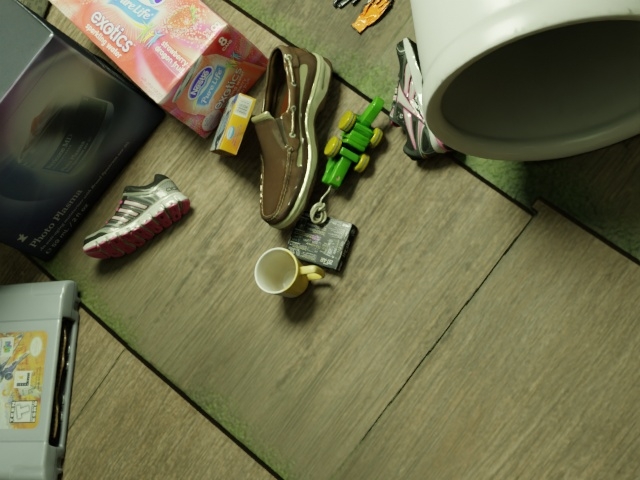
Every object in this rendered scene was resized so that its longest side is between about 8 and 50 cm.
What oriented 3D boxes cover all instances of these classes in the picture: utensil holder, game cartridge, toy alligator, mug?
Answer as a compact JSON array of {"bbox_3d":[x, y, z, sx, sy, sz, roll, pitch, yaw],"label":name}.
[{"bbox_3d":[0.255,-0.336,1.435,0.328,0.327,0.385,-17,65,19],"label":"utensil holder"},{"bbox_3d":[-0.453,0.207,1.739,0.198,0.062,0.297,-4,73,19],"label":"game cartridge"},{"bbox_3d":[0.029,-0.110,1.621,0.189,0.056,0.051,-62,18,0],"label":"toy alligator"},{"bbox_3d":[-0.040,0.051,1.590,0.078,0.064,0.062,27,86,28],"label":"mug"}]

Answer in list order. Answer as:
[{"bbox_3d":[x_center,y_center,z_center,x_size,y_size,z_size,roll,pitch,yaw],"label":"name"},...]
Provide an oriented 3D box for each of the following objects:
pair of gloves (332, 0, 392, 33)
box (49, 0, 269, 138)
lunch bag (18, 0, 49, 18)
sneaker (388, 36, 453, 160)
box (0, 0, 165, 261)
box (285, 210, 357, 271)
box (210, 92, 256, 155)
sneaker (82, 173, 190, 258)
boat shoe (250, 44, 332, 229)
[{"bbox_3d":[0.060,-0.340,1.698,0.074,0.010,0.083,-41,61,8],"label":"pair of gloves"},{"bbox_3d":[-0.238,-0.308,1.749,0.154,0.142,0.300,-48,61,3],"label":"box"},{"bbox_3d":[-0.572,-0.413,1.871,0.213,0.256,0.305,14,81,28],"label":"lunch bag"},{"bbox_3d":[0.120,-0.186,1.591,0.077,0.072,0.178,-26,59,27],"label":"sneaker"},{"bbox_3d":[-0.431,-0.160,1.706,0.183,0.294,0.296,40,93,29],"label":"box"},{"bbox_3d":[0.000,0.000,1.614,0.083,0.018,0.067,15,81,28],"label":"box"},{"bbox_3d":[-0.124,-0.158,1.663,0.028,0.136,0.081,20,88,-14],"label":"box"},{"bbox_3d":[-0.271,-0.037,1.727,0.170,0.063,0.074,-31,64,7],"label":"sneaker"},{"bbox_3d":[-0.058,-0.145,1.631,0.095,0.095,0.257,-16,59,50],"label":"boat shoe"}]
